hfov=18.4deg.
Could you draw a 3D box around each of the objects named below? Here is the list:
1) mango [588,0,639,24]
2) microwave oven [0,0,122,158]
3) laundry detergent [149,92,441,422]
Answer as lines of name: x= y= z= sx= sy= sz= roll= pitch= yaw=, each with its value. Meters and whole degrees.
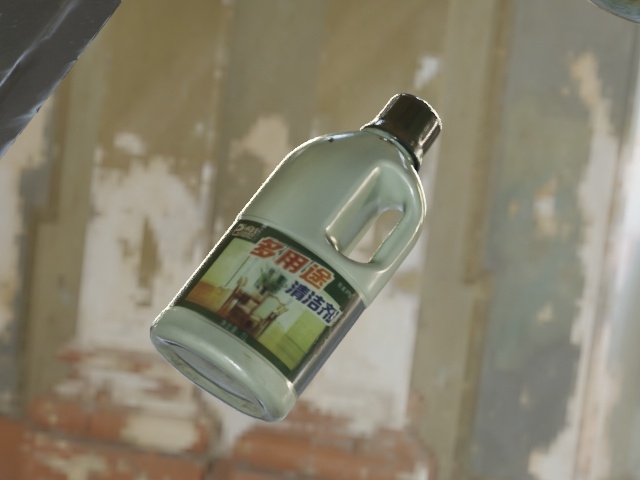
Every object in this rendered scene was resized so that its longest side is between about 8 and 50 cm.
mango: x=0.172 y=-0.168 z=0.972 sx=0.130 sy=0.091 sz=0.195 roll=-31 pitch=-36 yaw=23
microwave oven: x=-0.318 y=-0.207 z=0.734 sx=0.374 sy=0.432 sz=0.236 roll=0 pitch=-33 yaw=-41
laundry detergent: x=0.000 y=0.000 z=1.195 sx=0.099 sy=0.225 sz=0.070 roll=27 pitch=-26 yaw=25
